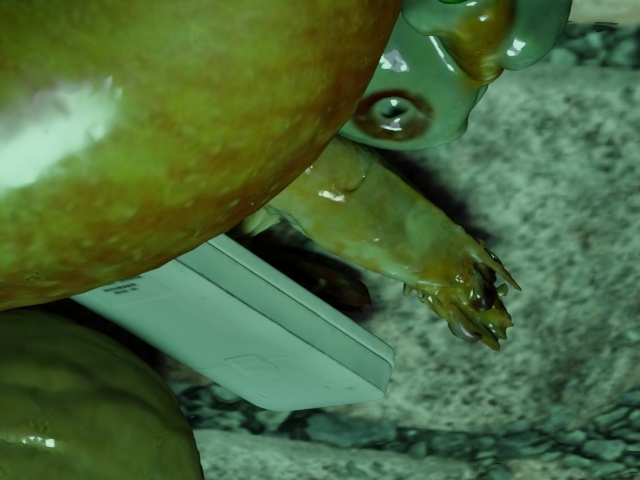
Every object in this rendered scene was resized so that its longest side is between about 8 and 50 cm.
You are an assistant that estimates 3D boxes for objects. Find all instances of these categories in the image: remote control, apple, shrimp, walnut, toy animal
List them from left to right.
[{"bbox_3d":[-0.119,-0.103,0.412,0.309,0.250,0.277,-30,105,22],"label":"apple"},{"bbox_3d":[-0.172,0.141,0.727,0.228,0.228,0.228,-3,137,-3],"label":"walnut"},{"bbox_3d":[-0.074,0.023,0.712,0.103,0.034,0.250,-14,142,44],"label":"remote control"},{"bbox_3d":[0.000,0.003,0.710,0.236,0.053,0.133,27,130,-29],"label":"shrimp"},{"bbox_3d":[0.044,-0.099,0.557,0.108,0.138,0.236,38,131,-3],"label":"toy animal"}]
